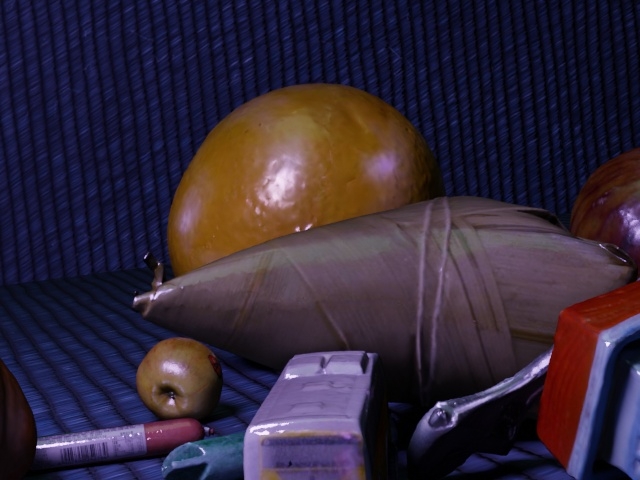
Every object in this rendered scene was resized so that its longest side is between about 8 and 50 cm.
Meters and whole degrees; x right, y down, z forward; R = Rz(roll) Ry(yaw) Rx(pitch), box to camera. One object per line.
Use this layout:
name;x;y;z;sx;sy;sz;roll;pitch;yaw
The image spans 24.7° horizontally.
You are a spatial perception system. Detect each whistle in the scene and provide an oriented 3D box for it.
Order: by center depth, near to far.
whistle;-0.031;0.162;1.135;0.186;0.039;0.039;-9;5;-23

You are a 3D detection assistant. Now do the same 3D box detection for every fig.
fig;0.377;0.011;1.569;0.235;0.214;0.235;20;7;-3

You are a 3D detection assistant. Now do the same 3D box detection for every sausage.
sausage;-0.200;0.175;1.231;0.223;0.029;0.029;-6;4;-7

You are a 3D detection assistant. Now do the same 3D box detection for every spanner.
spanner;0.190;0.069;1.046;0.325;0.026;0.093;-40;-39;2

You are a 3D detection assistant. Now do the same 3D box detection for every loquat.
loquat;0.000;0.000;1.627;0.328;0.328;0.359;-10;46;-39

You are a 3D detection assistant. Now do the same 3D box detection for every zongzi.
zongzi;0.034;0.045;1.284;0.418;0.181;0.447;4;1;-11

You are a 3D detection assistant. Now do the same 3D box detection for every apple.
apple;-0.133;0.133;1.376;0.084;0.084;0.071;-5;13;11

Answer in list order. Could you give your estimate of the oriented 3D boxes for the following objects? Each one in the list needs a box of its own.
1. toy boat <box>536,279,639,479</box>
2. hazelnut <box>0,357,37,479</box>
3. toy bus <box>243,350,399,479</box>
toy boat;0.313;0.089;1.019;0.332;0.145;0.133;-11;30;-35
hazelnut;-0.320;0.121;1.121;0.210;0.186;0.210;-5;-10;-1
toy bus;0.003;0.137;0.962;0.092;0.106;0.268;-4;5;5
